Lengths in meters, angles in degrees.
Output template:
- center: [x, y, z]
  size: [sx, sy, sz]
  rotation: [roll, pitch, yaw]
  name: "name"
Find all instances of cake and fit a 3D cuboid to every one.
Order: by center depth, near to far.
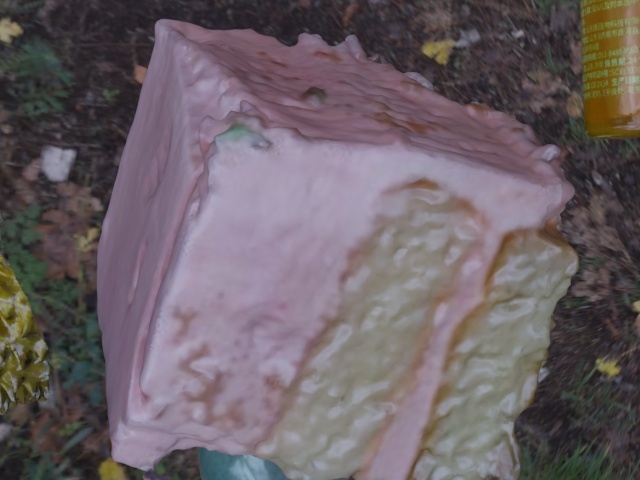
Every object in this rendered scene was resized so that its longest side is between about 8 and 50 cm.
- center: [0.000, 0.000, 0.882]
  size: [0.307, 0.314, 0.293]
  rotation: [8, 111, -19]
  name: "cake"

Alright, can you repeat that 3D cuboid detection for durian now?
- center: [-0.386, 0.121, 1.182]
  size: [0.196, 0.305, 0.185]
  rotation: [-21, 51, -25]
  name: "durian"

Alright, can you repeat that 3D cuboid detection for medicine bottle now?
- center: [0.210, -0.160, 0.701]
  size: [0.096, 0.096, 0.191]
  rotation: [-1, 93, 17]
  name: "medicine bottle"

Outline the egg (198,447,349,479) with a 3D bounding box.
- center: [-0.053, 0.247, 1.282]
  size: [0.169, 0.169, 0.236]
  rotation: [-39, 39, 12]
  name: "egg"
